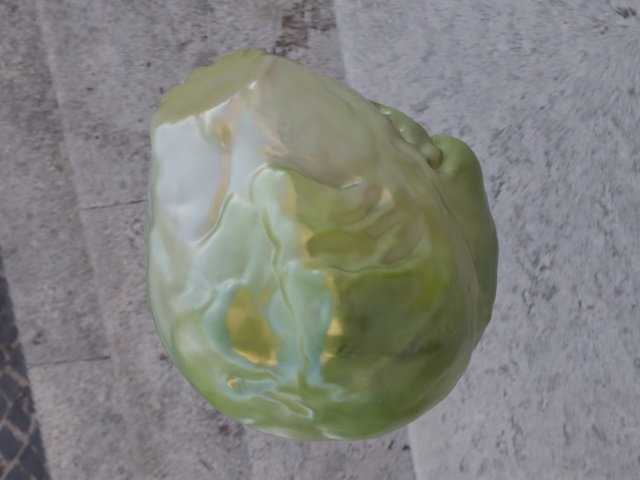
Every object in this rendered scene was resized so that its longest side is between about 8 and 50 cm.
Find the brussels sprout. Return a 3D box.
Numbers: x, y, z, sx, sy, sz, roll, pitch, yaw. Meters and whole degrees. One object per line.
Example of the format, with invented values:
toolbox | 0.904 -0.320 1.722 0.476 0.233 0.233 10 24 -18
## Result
brussels sprout | -0.001 0.014 0.788 0.243 0.316 0.273 -4 61 53
